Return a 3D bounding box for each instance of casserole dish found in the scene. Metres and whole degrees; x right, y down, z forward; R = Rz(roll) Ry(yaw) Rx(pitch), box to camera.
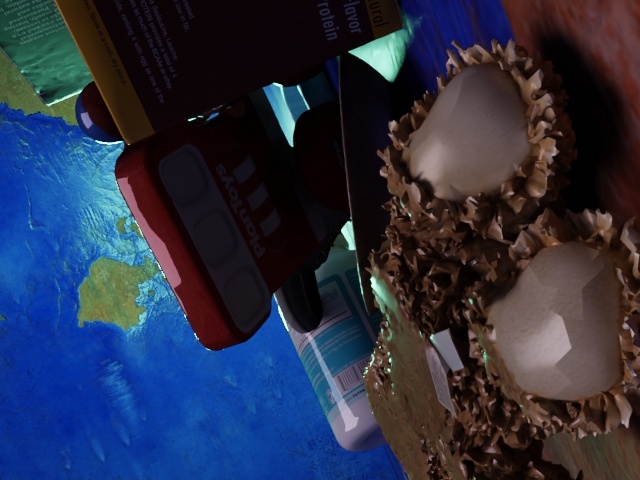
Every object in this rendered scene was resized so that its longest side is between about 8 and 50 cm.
[{"bbox_3d":[-0.011,-0.154,0.978,0.188,0.037,0.114,86,160,-74],"label":"casserole dish"}]

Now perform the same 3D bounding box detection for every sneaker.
[{"bbox_3d":[0.000,0.000,0.954,0.083,0.118,0.222,-84,-18,-65],"label":"sneaker"}]

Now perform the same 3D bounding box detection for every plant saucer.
[{"bbox_3d":[0.043,-0.044,0.645,0.198,0.036,0.198,-5,-90,-84],"label":"plant saucer"}]

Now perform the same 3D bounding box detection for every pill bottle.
[{"bbox_3d":[0.040,0.114,1.072,0.146,0.146,0.264,76,170,-64],"label":"pill bottle"}]

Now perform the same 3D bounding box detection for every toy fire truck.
[{"bbox_3d":[-0.092,-0.088,0.749,0.302,0.169,0.254,65,-152,-15],"label":"toy fire truck"}]

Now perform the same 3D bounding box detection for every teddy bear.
[{"bbox_3d":[0.098,0.045,0.456,0.338,0.113,0.245,81,163,-47],"label":"teddy bear"}]

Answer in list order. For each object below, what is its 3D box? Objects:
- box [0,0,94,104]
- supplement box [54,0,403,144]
[{"bbox_3d":[-0.281,-0.335,0.831,0.294,0.183,0.296,102,142,-79],"label":"box"},{"bbox_3d":[-0.078,-0.200,0.540,0.129,0.194,0.191,-121,8,-52],"label":"supplement box"}]
